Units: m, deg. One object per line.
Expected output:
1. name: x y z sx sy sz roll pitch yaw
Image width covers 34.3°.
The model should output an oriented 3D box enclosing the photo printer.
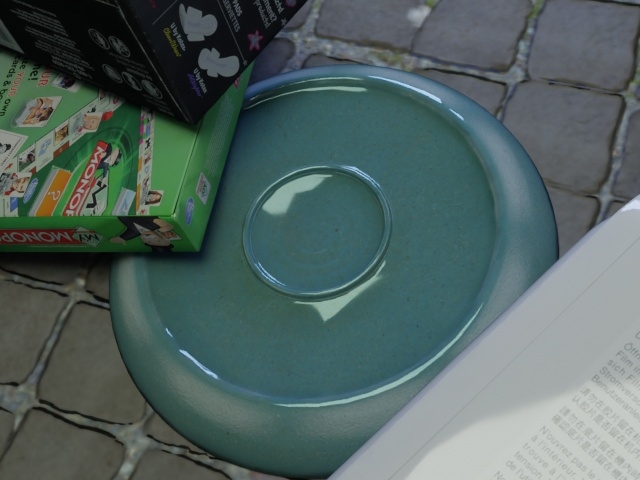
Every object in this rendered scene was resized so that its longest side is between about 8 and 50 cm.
1. photo printer: 0.183 0.131 0.557 0.307 0.107 0.256 -42 66 -11

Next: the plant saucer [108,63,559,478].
1. plant saucer: 0.000 0.000 0.707 0.318 0.043 0.317 -5 61 10

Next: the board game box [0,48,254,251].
1. board game box: -0.155 -0.135 0.778 0.213 0.046 0.317 1 57 20

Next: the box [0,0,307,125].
1. box: -0.155 -0.207 0.696 0.247 0.163 0.142 25 66 33
